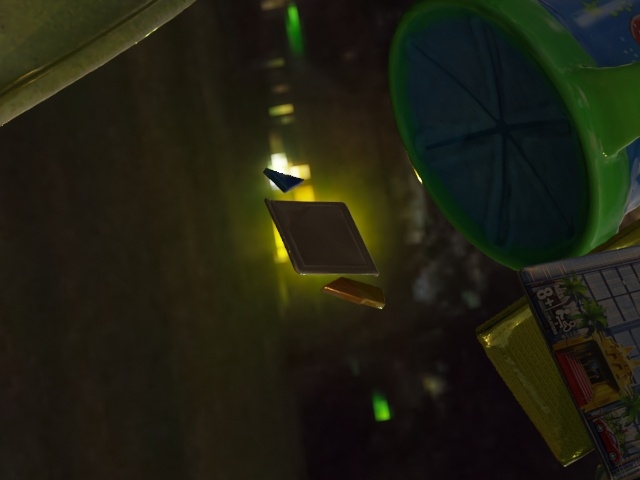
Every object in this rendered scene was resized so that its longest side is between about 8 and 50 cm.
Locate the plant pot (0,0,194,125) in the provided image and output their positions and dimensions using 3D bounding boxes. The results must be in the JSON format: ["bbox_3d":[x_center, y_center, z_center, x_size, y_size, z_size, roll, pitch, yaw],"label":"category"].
[{"bbox_3d":[-0.231,-0.179,0.857,0.254,0.276,0.276,62,6,-14],"label":"plant pot"}]

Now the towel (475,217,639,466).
[{"bbox_3d":[0.215,0.030,1.003,0.102,0.237,0.021,57,8,5],"label":"towel"}]

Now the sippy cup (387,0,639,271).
[{"bbox_3d":[0.209,-0.123,1.309,0.305,0.224,0.240,38,-34,39],"label":"sippy cup"}]

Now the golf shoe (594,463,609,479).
[{"bbox_3d":[0.173,0.192,0.998,0.086,0.069,0.176,74,35,-89],"label":"golf shoe"}]

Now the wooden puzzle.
[{"bbox_3d":[0.000,0.000,1.170,0.014,0.079,0.116,-56,-143,36],"label":"wooden puzzle"}]

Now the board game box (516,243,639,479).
[{"bbox_3d":[0.209,0.064,0.697,0.060,0.194,0.194,57,9,-64],"label":"board game box"}]
